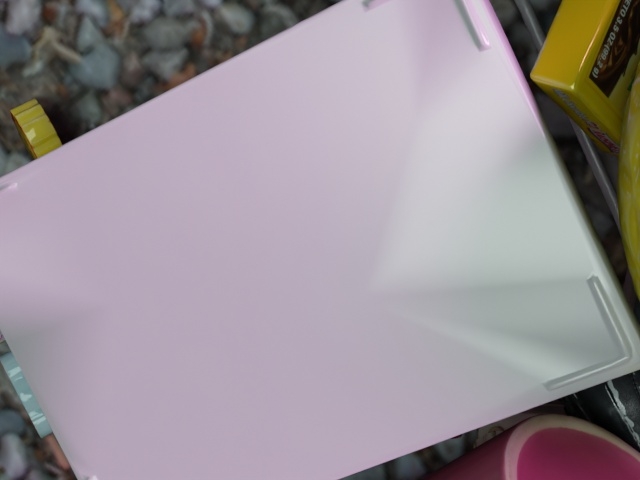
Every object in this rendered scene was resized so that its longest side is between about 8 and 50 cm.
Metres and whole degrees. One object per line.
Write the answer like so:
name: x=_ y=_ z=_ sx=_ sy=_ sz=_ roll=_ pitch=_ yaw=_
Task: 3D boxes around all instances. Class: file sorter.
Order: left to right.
file sorter: x=0.000 y=0.000 z=0.648 sx=0.277 sy=0.173 sz=0.193 roll=-24 pitch=95 yaw=20

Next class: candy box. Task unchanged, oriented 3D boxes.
candy box: x=0.161 y=-0.146 z=0.574 sx=0.027 sy=0.105 sz=0.206 roll=23 pitch=89 yaw=30

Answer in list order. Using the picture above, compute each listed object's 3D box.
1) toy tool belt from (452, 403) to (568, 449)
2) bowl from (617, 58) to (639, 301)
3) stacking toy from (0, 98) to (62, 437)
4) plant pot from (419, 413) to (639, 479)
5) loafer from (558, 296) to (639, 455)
toy tool belt: x=0.103 y=0.118 z=0.709 sx=0.083 sy=0.052 sz=0.051 roll=-1 pitch=93 yaw=17
bowl: x=0.250 y=0.006 z=0.569 sx=0.289 sy=0.289 sz=0.156 roll=35 pitch=152 yaw=7
stacking toy: x=-0.181 y=0.053 z=0.733 sx=0.167 sy=0.052 sz=0.221 roll=-30 pitch=93 yaw=-15
plant pot: x=0.090 y=0.189 z=0.633 sx=0.201 sy=0.201 sz=0.180 roll=40 pitch=123 yaw=5
loafer: x=0.209 y=0.124 z=0.660 sx=0.223 sy=0.076 sz=0.078 roll=52 pitch=133 yaw=4
